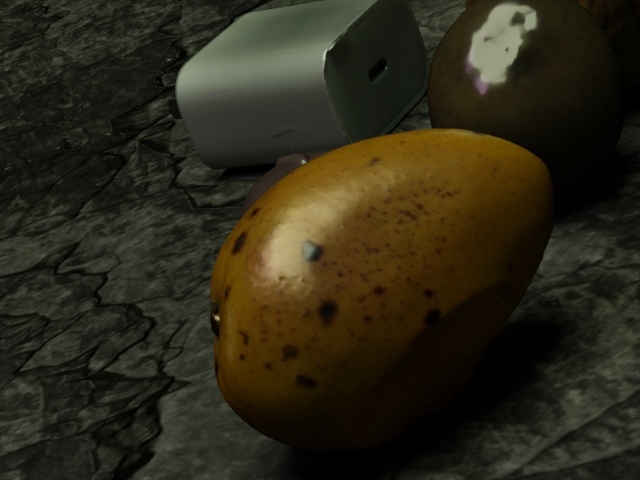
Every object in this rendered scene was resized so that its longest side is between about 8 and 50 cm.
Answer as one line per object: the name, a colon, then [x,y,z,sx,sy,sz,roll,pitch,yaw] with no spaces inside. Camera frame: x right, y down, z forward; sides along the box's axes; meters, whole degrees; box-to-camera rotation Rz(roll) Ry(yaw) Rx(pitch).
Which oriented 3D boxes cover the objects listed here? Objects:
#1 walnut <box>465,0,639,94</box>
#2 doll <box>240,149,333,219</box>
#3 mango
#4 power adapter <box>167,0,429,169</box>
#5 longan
walnut: [0.231,-0.226,1.761,0.213,0.213,0.213,-18,23,8]
doll: [-0.001,-0.002,1.593,0.182,0.117,0.257,-24,23,0]
mango: [0.040,0.021,1.387,0.290,0.160,0.191,-38,63,-13]
power adapter: [-0.041,-0.159,1.964,0.255,0.124,0.187,-5,27,35]
longan: [0.173,-0.124,1.627,0.167,0.187,0.167,0,1,0]
